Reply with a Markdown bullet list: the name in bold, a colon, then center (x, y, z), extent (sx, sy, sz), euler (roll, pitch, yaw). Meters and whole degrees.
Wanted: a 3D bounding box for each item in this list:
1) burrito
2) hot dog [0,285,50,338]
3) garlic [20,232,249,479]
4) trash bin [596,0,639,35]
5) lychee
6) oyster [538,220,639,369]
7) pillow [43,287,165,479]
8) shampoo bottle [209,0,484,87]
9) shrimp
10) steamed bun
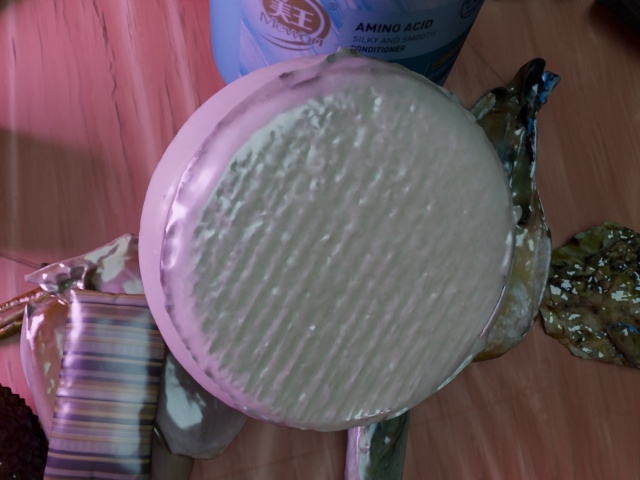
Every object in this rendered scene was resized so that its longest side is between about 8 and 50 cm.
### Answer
- **burrito**: center (0.076, 0.217, 0.797), extent (0.096, 0.066, 0.310), euler (14, 76, -37)
- **hot dog**: center (-0.386, 0.095, 0.779), extent (0.137, 0.028, 0.044), euler (-25, 92, -12)
- **garlic**: center (-0.197, 0.137, 0.742), extent (0.278, 0.132, 0.325), euler (-27, 88, -11)
- **trash bin**: center (0.533, -0.356, 0.913), extent (0.161, 0.175, 0.175), euler (45, 78, -10)
- **lychee**: center (-0.389, 0.234, 0.675), extent (0.188, 0.188, 0.188), euler (1, 81, -8)
- **oyster**: center (0.414, 0.083, 0.866), extent (0.222, 0.083, 0.214), euler (-20, 82, -4)
- **pillow**: center (-0.222, 0.154, 0.653), extent (0.113, 0.038, 0.204), euler (5, 79, -3)
- **shampoo bottle**: center (0.036, -0.337, 0.704), extent (0.330, 0.343, 0.332), euler (4, 61, -8)
- **shrimp**: center (0.241, -0.048, 0.836), extent (0.221, 0.110, 0.446), euler (24, 77, -15)
- **steamed bun**: center (0.000, 0.000, 0.651), extent (0.374, 0.241, 0.375), euler (-3, 98, -19)
